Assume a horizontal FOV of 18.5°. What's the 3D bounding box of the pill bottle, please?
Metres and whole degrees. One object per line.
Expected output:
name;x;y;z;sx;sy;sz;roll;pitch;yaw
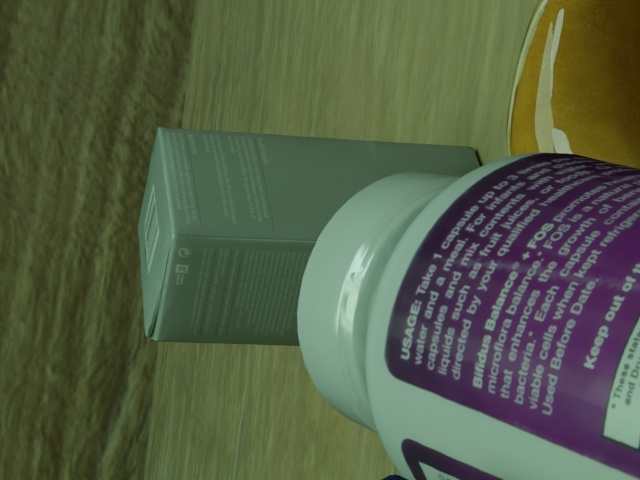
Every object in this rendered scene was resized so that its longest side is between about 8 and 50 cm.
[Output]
pill bottle;0.125;0.054;0.807;0.301;0.169;0.169;18;106;53

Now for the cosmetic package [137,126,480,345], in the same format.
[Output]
cosmetic package;0.000;0.000;1.360;0.127;0.238;0.107;-101;22;-50

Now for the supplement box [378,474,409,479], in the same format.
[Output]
supplement box;0.100;0.254;0.627;0.356;0.194;0.195;22;117;29

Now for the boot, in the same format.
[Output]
boot;0.177;0.012;0.963;0.211;0.104;0.295;-151;59;-69
